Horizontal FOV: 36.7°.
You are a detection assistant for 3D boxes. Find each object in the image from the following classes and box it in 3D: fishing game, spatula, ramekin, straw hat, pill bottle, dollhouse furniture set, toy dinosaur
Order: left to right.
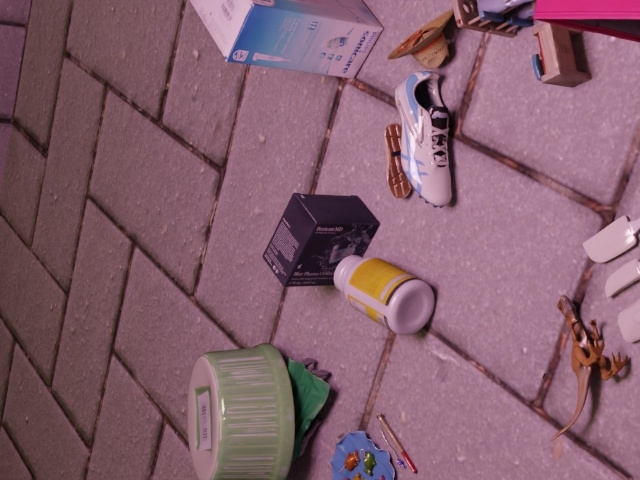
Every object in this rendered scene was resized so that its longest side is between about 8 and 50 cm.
[{"bbox_3d":[-0.171,0.363,1.966,0.303,0.148,0.303,-179,90,-69],"label":"ramekin"},{"bbox_3d":[0.073,0.448,1.803,0.189,0.041,0.264,57,131,32],"label":"fishing game"},{"bbox_3d":[0.107,0.089,1.706,0.184,0.103,0.103,29,113,49],"label":"pill bottle"},{"bbox_3d":[0.186,-0.325,1.631,0.061,0.144,0.144,52,143,-14],"label":"straw hat"},{"bbox_3d":[0.296,-0.310,1.439,0.129,0.129,0.183,-22,73,50],"label":"dollhouse furniture set"},{"bbox_3d":[0.384,0.184,1.396,0.112,0.064,0.211,148,126,-67],"label":"toy dinosaur"},{"bbox_3d":[0.474,0.019,1.304,0.242,0.019,0.168,-41,53,43],"label":"spatula"}]

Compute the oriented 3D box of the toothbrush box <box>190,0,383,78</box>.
[{"bbox_3d":[-0.067,-0.424,1.775,0.126,0.295,0.216,-57,48,34],"label":"toothbrush box"}]

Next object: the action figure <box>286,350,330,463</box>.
[{"bbox_3d":[-0.043,0.352,1.933,0.137,0.063,0.232,37,120,44],"label":"action figure"}]

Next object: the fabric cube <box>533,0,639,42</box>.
[{"bbox_3d":[0.444,-0.373,1.143,0.254,0.259,0.258,19,105,52],"label":"fabric cube"}]

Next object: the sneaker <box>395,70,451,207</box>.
[{"bbox_3d":[0.182,-0.173,1.623,0.086,0.085,0.237,-25,72,54],"label":"sneaker"}]

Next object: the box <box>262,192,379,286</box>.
[{"bbox_3d":[0.000,0.000,1.800,0.093,0.156,0.158,53,129,37],"label":"box"}]

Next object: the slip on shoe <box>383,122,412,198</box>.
[{"bbox_3d":[0.137,-0.141,1.721,0.041,0.051,0.135,10,-111,-88],"label":"slip on shoe"}]
